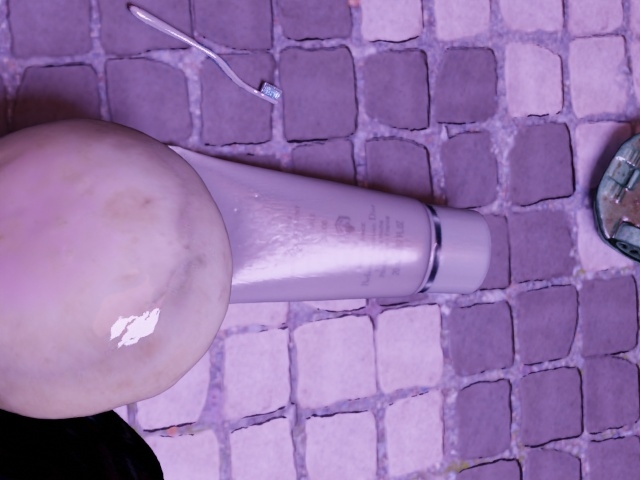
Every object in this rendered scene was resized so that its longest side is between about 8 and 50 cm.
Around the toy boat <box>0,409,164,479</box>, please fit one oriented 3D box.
[{"bbox_3d":[-0.264,0.167,1.118,0.299,0.134,0.092,33,114,-29],"label":"toy boat"}]

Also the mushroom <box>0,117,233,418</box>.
[{"bbox_3d":[-0.191,0.031,1.093,0.246,0.202,0.246,0,60,0],"label":"mushroom"}]

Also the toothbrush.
[{"bbox_3d":[-0.100,-0.161,1.231,0.162,0.014,0.017,28,94,-28],"label":"toothbrush"}]

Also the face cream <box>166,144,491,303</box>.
[{"bbox_3d":[0.000,0.000,1.262,0.314,0.089,0.143,5,92,-22],"label":"face cream"}]

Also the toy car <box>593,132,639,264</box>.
[{"bbox_3d":[0.415,0.005,1.469,0.306,0.125,0.136,31,82,-5],"label":"toy car"}]
